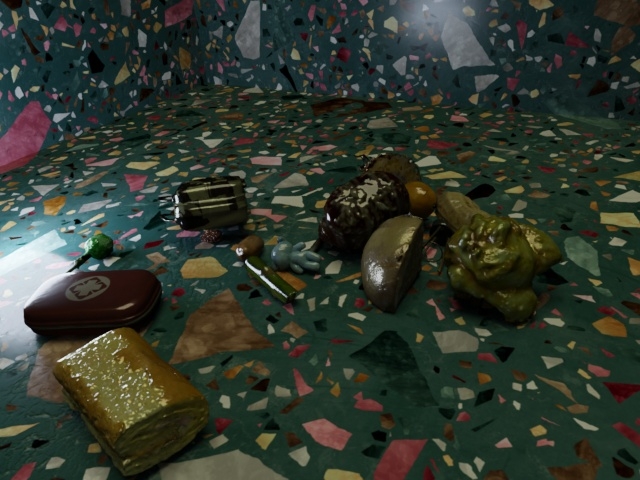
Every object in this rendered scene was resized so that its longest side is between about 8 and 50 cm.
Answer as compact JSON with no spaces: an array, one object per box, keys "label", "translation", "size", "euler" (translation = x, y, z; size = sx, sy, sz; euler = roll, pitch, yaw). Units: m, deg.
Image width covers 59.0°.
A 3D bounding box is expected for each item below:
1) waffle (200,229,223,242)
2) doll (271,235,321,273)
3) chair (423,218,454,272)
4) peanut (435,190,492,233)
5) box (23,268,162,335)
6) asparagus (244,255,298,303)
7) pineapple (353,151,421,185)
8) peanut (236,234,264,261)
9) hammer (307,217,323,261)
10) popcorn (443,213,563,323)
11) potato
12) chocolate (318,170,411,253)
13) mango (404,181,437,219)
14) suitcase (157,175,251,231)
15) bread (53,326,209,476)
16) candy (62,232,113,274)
[{"label":"waffle","translation":[-0.407,-0.015,2.126],"size":[0.083,0.029,0.075],"euler":[-3,29,6]},{"label":"doll","translation":[-0.080,0.058,1.902],"size":[0.179,0.120,0.075],"euler":[12,-8,12]},{"label":"chair","translation":[0.388,0.020,1.894],"size":[0.095,0.104,0.222],"euler":[30,43,7]},{"label":"peanut","translation":[0.515,-0.068,1.975],"size":[0.153,0.140,0.325],"euler":[-1,27,-29]},{"label":"box","translation":[-0.697,0.188,1.742],"size":[0.403,0.108,0.263],"euler":[-3,30,4]},{"label":"asparagus","translation":[-0.157,0.128,1.810],"size":[0.060,0.067,0.277],"euler":[6,21,-41]},{"label":"pineapple","translation":[0.238,-0.254,2.284],"size":[0.262,0.263,0.272],"euler":[-11,19,-11]},{"label":"peanut","translation":[-0.246,0.024,1.993],"size":[0.076,0.076,0.152],"euler":[5,25,17]},{"label":"hammer","translation":[0.000,-0.001,2.038],"size":[0.111,0.033,0.288],"euler":[8,33,23]},{"label":"popcorn","translation":[0.522,0.046,1.637],"size":[0.325,0.290,0.321],"euler":[-15,28,22]},{"label":"potato","translation":[0.190,0.058,1.741],"size":[0.189,0.211,0.264],"euler":[13,38,26]},{"label":"chocolate","translation":[0.149,-0.109,1.917],"size":[0.340,0.210,0.225],"euler":[-30,70,-8]},{"label":"mango","translation":[0.326,-0.135,2.083],"size":[0.109,0.147,0.227],"euler":[-14,-2,-45]},{"label":"suitcase","translation":[-0.443,-0.136,2.155],"size":[0.338,0.194,0.351],"euler":[-9,12,-9]},{"label":"bread","translation":[-0.452,0.362,1.348],"size":[0.236,0.165,0.375],"euler":[-26,35,-36]},{"label":"candy","translation":[-0.860,0.086,1.990],"size":[0.097,0.097,0.323],"euler":[12,41,27]}]
